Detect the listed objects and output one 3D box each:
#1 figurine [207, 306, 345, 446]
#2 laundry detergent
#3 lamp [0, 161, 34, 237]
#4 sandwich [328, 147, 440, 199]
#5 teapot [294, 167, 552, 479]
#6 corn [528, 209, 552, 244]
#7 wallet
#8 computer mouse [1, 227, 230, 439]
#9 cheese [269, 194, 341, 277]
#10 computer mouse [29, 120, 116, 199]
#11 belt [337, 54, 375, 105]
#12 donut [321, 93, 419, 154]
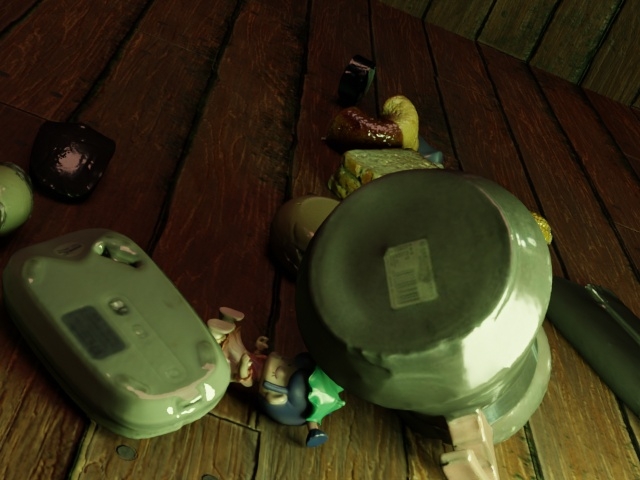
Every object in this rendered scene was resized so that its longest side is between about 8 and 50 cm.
[{"bbox_3d":[-0.058,0.168,1.411,0.195,0.102,0.111,25,27,9],"label":"figurine"},{"bbox_3d":[0.199,-0.199,2.463,0.097,0.061,0.206,-3,36,-44],"label":"laundry detergent"},{"bbox_3d":[-0.437,-0.057,1.521,0.101,0.101,0.250,19,12,-14],"label":"lamp"},{"bbox_3d":[0.175,-0.077,2.146,0.249,0.095,0.273,-2,34,-47],"label":"sandwich"},{"bbox_3d":[0.157,0.132,1.396,0.362,0.306,0.376,54,25,-57],"label":"teapot"},{"bbox_3d":[0.362,-0.046,2.281,0.238,0.080,0.080,22,24,-8],"label":"corn"},{"bbox_3d":[0.541,0.199,1.957,0.228,0.062,0.406,10,27,-30],"label":"wallet"},{"bbox_3d":[-0.249,0.107,1.352,0.197,0.095,0.331,-21,53,-31],"label":"computer mouse"},{"bbox_3d":[0.000,0.000,1.823,0.175,0.091,0.202,34,27,19],"label":"cheese"},{"bbox_3d":[-0.387,-0.137,1.758,0.122,0.073,0.217,19,23,-11],"label":"computer mouse"},{"bbox_3d":[0.084,-0.379,2.655,0.058,0.105,0.140,29,-20,9],"label":"belt"},{"bbox_3d":[0.133,-0.236,2.378,0.217,0.085,0.141,-23,54,-34],"label":"donut"}]
